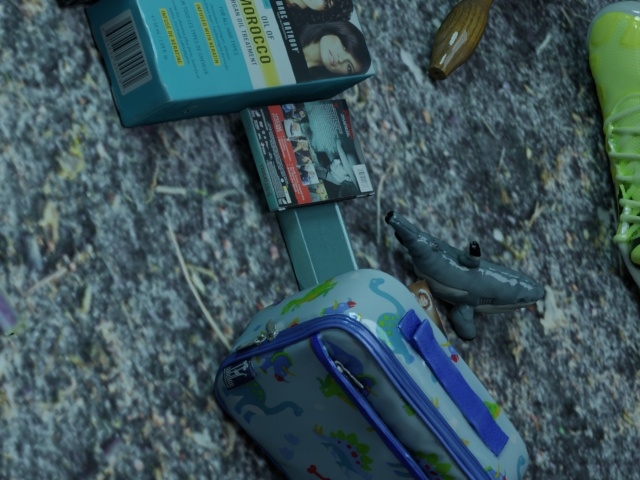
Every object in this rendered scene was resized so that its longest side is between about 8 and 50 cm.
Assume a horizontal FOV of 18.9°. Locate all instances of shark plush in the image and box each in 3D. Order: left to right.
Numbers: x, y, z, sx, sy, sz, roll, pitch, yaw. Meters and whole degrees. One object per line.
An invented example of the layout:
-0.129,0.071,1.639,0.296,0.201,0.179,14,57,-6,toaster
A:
0.118,0.013,1.650,0.161,0.067,0.073,45,47,-23,shark plush

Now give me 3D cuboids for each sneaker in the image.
0.347,-0.052,1.859,0.147,0.145,0.384,-16,83,-48,sneaker

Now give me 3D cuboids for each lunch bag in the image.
0.040,0.132,1.439,0.219,0.176,0.090,53,44,-17,lunch bag

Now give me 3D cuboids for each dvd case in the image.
-0.009,-0.071,1.572,0.119,0.013,0.087,-11,81,-46,dvd case

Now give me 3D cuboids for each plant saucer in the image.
0.000,0.000,1.574,0.067,0.018,0.192,-10,79,-48,plant saucer

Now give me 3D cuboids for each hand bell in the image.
0.158,-0.244,1.799,0.126,0.126,0.242,45,59,-23,hand bell

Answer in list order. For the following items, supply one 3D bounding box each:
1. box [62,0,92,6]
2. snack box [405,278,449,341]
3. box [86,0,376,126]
-0.139,-0.351,1.545,0.295,0.073,0.293,-20,86,-48,box
0.094,0.125,1.611,0.064,0.022,0.178,-19,87,-47,snack box
-0.066,-0.158,1.541,0.244,0.060,0.100,-13,83,-47,box
